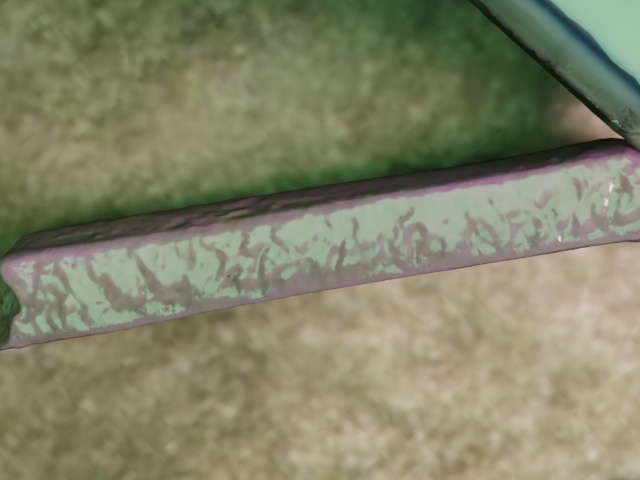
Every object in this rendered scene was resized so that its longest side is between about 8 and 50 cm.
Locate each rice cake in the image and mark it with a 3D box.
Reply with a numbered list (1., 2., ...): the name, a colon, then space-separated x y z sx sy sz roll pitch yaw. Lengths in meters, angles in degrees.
1. rice cake: 0.000 0.000 0.747 0.365 0.072 0.056 -9 97 5

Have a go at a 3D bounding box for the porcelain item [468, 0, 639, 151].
1. porcelain item: 0.105 -0.167 0.619 0.281 0.286 0.157 40 101 1
